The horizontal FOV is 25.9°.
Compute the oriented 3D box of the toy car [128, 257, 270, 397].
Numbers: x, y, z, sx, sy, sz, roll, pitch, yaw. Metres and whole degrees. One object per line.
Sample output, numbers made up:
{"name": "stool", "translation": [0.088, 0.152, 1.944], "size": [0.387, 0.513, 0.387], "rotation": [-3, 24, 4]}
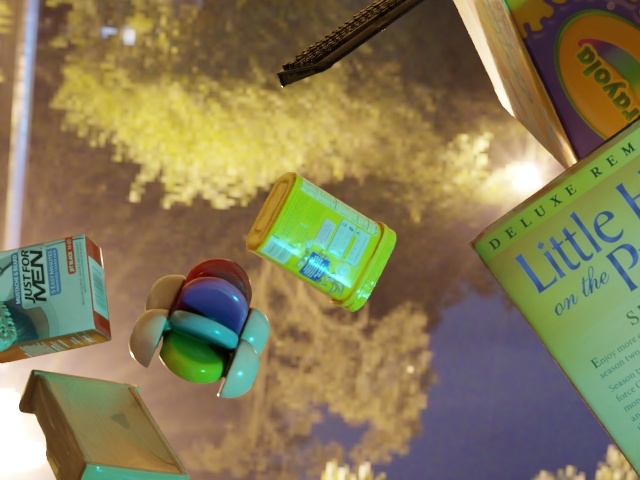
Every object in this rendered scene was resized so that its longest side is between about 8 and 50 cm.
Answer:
{"name": "toy car", "translation": [-0.136, 0.094, 1.704], "size": [0.159, 0.136, 0.182], "rotation": [23, -150, -4]}

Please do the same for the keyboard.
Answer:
{"name": "keyboard", "translation": [0.032, -0.209, 1.390], "size": [0.180, 0.023, 0.108], "rotation": [-37, -166, -29]}

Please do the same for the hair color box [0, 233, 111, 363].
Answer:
{"name": "hair color box", "translation": [-0.281, 0.059, 1.262], "size": [0.167, 0.093, 0.053], "rotation": [-13, 161, 7]}

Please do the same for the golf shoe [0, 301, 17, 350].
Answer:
{"name": "golf shoe", "translation": [-0.340, 0.052, 1.191], "size": [0.176, 0.086, 0.069], "rotation": [38, -170, 13]}

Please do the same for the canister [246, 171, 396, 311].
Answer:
{"name": "canister", "translation": [0.000, 0.000, 1.840], "size": [0.170, 0.126, 0.073], "rotation": [31, 170, -24]}

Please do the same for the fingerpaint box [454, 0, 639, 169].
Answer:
{"name": "fingerpaint box", "translation": [0.160, -0.298, 1.122], "size": [0.163, 0.445, 0.371], "rotation": [-27, -165, 5]}

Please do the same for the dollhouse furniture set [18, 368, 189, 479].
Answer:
{"name": "dollhouse furniture set", "translation": [-0.228, 0.264, 1.250], "size": [0.212, 0.242, 0.161], "rotation": [13, -162, -32]}

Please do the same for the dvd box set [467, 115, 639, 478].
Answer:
{"name": "dvd box set", "translation": [0.338, 0.081, 0.884], "size": [0.307, 0.420, 0.062], "rotation": [-37, 174, 11]}
